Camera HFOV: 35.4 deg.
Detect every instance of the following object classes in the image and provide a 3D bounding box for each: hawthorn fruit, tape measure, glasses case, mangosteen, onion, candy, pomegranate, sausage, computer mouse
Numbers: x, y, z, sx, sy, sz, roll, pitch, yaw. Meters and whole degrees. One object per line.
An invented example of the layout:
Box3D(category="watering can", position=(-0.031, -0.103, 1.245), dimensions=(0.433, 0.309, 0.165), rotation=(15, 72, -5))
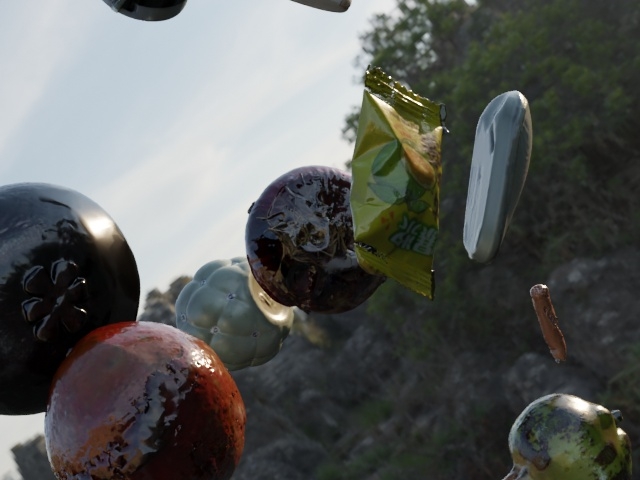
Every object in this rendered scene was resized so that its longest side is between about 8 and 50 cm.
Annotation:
Box3D(category="hawthorn fruit", position=(-0.255, 0.251, 1.428), dimensions=(0.316, 0.316, 0.316), rotation=(-38, -3, -2))
Box3D(category="tape measure", position=(-0.313, -0.464, 1.748), dimensions=(0.182, 0.181, 0.107), rotation=(-30, -19, -40))
Box3D(category="glasses case", position=(-0.022, -0.435, 1.730), dimensions=(0.164, 0.063, 0.041), rotation=(12, -42, -22))
Box3D(category="mangosteen", position=(-0.502, 0.093, 1.652), dimensions=(0.382, 0.382, 0.435), rotation=(-37, 17, -27))
Box3D(category="onion", position=(0.000, 0.000, 2.012), dimensions=(0.314, 0.314, 0.232), rotation=(-38, 0, -12))
Box3D(category="candy", position=(0.111, -0.079, 1.395), dimensions=(0.081, 0.297, 0.187), rotation=(-12, -23, 41))
Box3D(category="pomegranate", position=(0.407, 0.391, 1.722), dimensions=(0.277, 0.222, 0.204), rotation=(-27, -22, -35))
Box3D(category="sausage", position=(0.419, 0.152, 1.838), dimensions=(0.036, 0.157, 0.042), rotation=(-7, 21, 39))
Box3D(category="computer mouse", position=(0.340, -0.117, 1.891), dimensions=(0.197, 0.095, 0.330), rotation=(-96, 13, -82))

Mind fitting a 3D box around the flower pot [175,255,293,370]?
Box3D(category="flower pot", position=(-0.176, 0.152, 2.113), dimensions=(0.195, 0.246, 0.246), rotation=(-30, 1, 27))
